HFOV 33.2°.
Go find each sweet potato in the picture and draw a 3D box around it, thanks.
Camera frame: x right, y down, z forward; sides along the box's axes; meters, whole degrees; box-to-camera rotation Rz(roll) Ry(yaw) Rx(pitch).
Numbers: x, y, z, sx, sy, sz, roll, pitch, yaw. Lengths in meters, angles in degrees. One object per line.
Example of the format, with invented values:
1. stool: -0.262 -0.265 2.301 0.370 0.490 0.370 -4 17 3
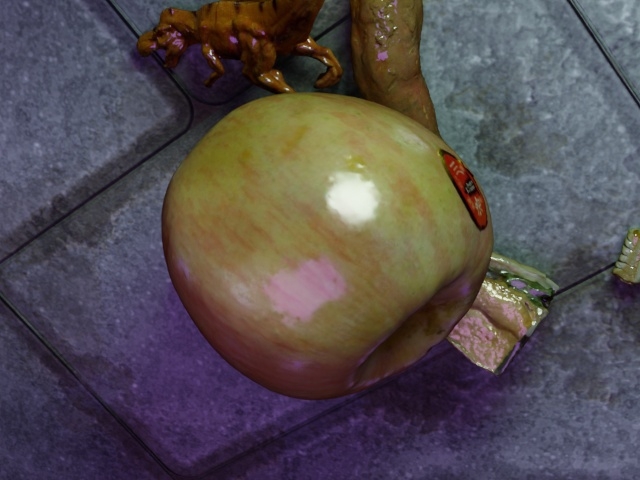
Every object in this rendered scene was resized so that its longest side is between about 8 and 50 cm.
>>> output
1. sweet potato: 0.084 -0.260 1.354 0.106 0.095 0.354 -8 117 11

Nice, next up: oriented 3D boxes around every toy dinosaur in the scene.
1. toy dinosaur: -0.051 -0.255 1.359 0.432 0.097 0.208 -9 134 41

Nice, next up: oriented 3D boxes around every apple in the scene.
1. apple: 0.000 0.000 1.315 0.346 0.391 0.391 45 124 21

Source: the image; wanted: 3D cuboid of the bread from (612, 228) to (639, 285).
1. bread: 0.435 0.020 1.473 0.049 0.034 0.088 19 118 18

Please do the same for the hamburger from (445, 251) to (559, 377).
1. hamburger: 0.215 0.073 1.516 0.208 0.135 0.155 32 106 10
